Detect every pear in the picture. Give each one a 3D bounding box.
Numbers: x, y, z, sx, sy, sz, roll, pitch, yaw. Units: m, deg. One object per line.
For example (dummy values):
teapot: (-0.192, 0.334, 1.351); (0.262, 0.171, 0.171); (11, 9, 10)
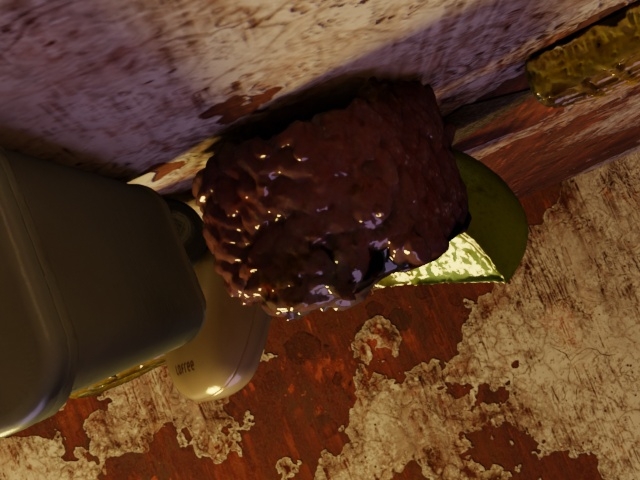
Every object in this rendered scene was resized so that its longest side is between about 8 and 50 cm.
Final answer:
pear: (0.108, -0.060, 1.137); (0.288, 0.139, 0.239); (-5, -151, 33)

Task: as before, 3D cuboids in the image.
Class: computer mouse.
computer mouse: (-0.107, 0.053, 1.017); (0.082, 0.237, 0.145); (23, 154, -29)

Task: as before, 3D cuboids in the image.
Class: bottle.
bottle: (-0.204, 0.035, 1.041); (0.079, 0.096, 0.253); (-10, 169, -36)

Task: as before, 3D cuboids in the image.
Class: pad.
pad: (0.172, -0.143, 1.249); (0.158, 0.003, 0.235); (-18, 173, -33)

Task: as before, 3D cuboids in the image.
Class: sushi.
sushi: (0.017, -0.030, 0.896); (0.236, 0.171, 0.270); (-25, 178, 29)

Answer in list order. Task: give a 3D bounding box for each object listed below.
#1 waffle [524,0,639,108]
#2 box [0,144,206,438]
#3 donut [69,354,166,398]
waffle: (0.321, -0.198, 1.045); (0.160, 0.055, 0.211); (-25, 174, 24)
box: (-0.292, 0.071, 0.695); (0.351, 0.178, 0.344); (-23, 177, 9)
donut: (-0.287, 0.135, 1.358); (0.261, 0.128, 0.208); (-26, 173, 31)
